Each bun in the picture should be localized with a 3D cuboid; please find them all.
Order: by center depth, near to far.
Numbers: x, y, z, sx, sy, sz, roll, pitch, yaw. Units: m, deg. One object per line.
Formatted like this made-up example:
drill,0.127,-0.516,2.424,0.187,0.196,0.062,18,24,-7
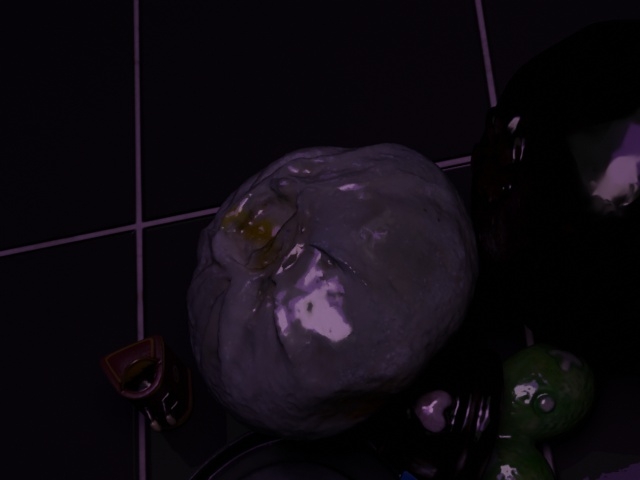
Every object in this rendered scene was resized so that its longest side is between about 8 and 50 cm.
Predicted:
bun,-0.004,0.042,1.679,0.362,0.211,0.361,-17,55,26

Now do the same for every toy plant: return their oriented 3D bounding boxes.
toy plant,0.191,0.205,1.725,0.235,0.175,0.218,16,73,-6

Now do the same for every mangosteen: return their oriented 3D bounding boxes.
mangosteen,0.381,-0.047,1.709,0.435,0.382,0.382,13,61,-17

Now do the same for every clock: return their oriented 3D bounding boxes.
clock,-0.033,0.369,1.753,0.325,0.067,0.325,-8,61,14

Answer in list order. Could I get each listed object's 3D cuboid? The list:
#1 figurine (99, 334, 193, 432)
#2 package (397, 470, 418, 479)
figurine,-0.208,0.184,1.855,0.082,0.154,0.098,-21,62,5
package,0.110,0.365,1.657,0.027,0.173,0.171,-7,47,55
